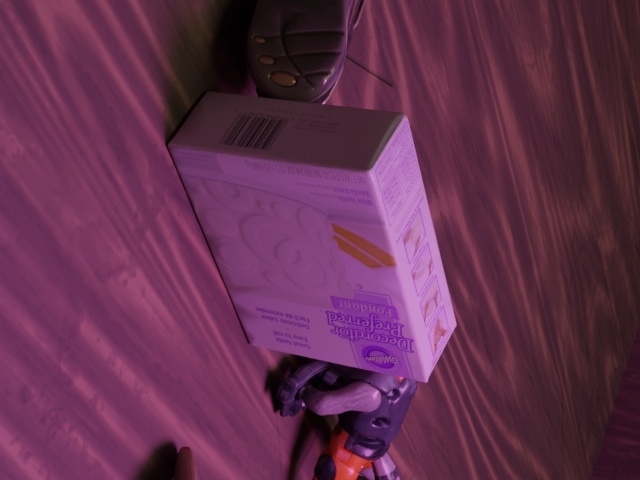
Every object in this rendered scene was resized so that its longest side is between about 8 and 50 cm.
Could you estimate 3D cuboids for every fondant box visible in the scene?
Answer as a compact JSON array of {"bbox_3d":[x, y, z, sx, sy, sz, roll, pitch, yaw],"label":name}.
[{"bbox_3d":[0.000,0.000,1.363,0.096,0.238,0.330,-60,147,-35],"label":"fondant box"}]

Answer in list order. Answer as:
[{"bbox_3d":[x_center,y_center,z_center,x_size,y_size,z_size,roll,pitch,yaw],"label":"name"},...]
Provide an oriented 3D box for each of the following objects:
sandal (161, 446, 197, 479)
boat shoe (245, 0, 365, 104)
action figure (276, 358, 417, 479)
[{"bbox_3d":[-0.176,0.327,1.307,0.088,0.079,0.240,123,-32,-54],"label":"sandal"},{"bbox_3d":[-0.010,-0.291,1.404,0.130,0.132,0.355,103,5,-67],"label":"boat shoe"},{"bbox_3d":[0.081,0.227,1.680,0.341,0.179,0.330,-32,136,-53],"label":"action figure"}]
